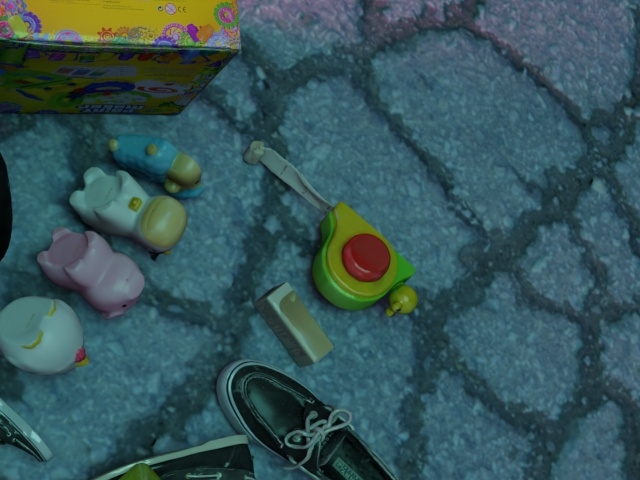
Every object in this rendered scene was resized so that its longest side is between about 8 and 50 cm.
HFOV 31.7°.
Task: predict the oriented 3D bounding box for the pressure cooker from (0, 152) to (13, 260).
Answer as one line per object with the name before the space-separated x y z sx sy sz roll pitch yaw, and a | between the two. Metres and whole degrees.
pressure cooker | -0.591 -0.062 1.189 0.420 0.370 0.376 -24 73 -34

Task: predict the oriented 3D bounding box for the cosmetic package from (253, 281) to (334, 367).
cosmetic package | -0.037 0.118 1.569 0.041 0.060 0.115 -38 96 -26

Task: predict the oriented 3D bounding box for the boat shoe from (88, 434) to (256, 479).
boat shoe | -0.193 0.309 1.446 0.233 0.084 0.079 -7 77 -27

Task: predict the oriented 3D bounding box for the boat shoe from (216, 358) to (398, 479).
boat shoe | -0.008 0.271 1.522 0.306 0.105 0.113 48 65 -7

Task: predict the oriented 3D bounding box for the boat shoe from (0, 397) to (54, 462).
boat shoe | -0.393 0.230 1.400 0.142 0.049 0.040 44 71 -1

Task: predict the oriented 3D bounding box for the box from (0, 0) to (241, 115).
box | -0.287 -0.281 1.429 0.289 0.279 0.177 -2 79 -24

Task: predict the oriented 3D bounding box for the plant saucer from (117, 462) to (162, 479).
plant saucer | -0.229 0.403 1.385 0.188 0.045 0.188 -41 109 -11

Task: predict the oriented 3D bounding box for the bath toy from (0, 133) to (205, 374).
bath toy | -0.278 0.032 1.456 0.151 0.129 0.348 16 63 27

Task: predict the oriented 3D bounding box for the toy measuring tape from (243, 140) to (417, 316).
toy measuring tape | 0.000 0.000 1.589 0.330 0.121 0.121 40 66 -1
